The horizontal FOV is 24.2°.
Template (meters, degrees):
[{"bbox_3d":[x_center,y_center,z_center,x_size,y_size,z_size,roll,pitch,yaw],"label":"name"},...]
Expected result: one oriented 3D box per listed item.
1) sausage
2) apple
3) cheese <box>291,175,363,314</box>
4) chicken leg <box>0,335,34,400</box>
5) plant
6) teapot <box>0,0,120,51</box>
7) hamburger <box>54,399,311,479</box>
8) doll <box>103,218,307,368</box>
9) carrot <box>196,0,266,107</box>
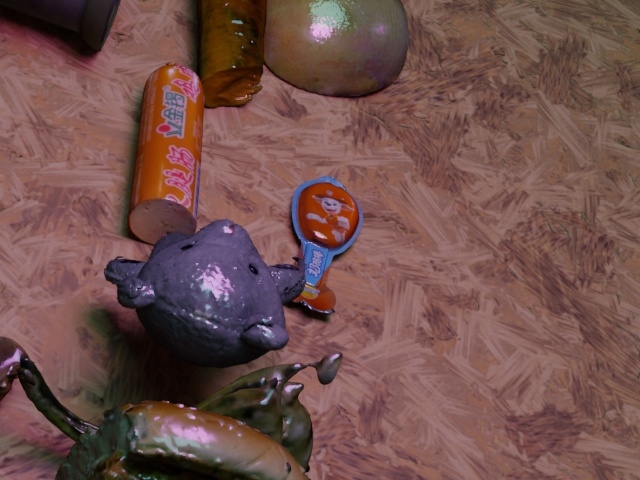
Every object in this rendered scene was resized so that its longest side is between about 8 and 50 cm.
[{"bbox_3d":[-0.205,-0.137,2.037,0.093,0.093,0.312,14,47,-15],"label":"sausage"},{"bbox_3d":[0.038,-0.320,2.308,0.265,0.120,0.193,-5,65,-27],"label":"apple"},{"bbox_3d":[0.000,0.000,2.057,0.106,0.037,0.256,21,44,-7],"label":"cheese"},{"bbox_3d":[-0.461,0.210,1.575,0.295,0.182,0.409,17,35,10],"label":"chicken leg"},{"bbox_3d":[-0.151,0.215,1.713,0.333,0.251,0.180,11,37,17],"label":"plant"},{"bbox_3d":[-0.431,-0.408,2.069,0.337,0.200,0.270,19,10,-8],"label":"teapot"},{"bbox_3d":[-0.137,0.321,1.515,0.277,0.318,0.195,22,46,-21],"label":"hamburger"},{"bbox_3d":[-0.137,0.034,1.795,0.246,0.158,0.340,9,19,-3],"label":"doll"},{"bbox_3d":[-0.131,-0.336,2.222,0.114,0.114,0.302,10,55,-19],"label":"carrot"}]
